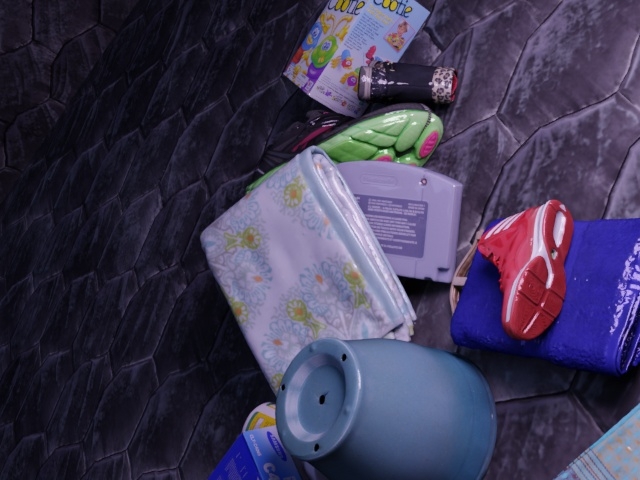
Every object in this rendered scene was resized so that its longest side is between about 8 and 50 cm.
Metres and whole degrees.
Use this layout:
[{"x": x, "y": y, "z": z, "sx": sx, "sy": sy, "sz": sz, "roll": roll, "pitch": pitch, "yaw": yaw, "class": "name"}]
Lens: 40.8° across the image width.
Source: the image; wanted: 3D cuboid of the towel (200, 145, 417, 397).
[{"x": -0.035, "y": 0.069, "z": 1.526, "sx": 0.321, "sy": 0.090, "sz": 0.374, "roll": -34, "pitch": 77, "yaw": 31, "class": "towel"}]

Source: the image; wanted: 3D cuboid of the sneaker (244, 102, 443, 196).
[{"x": 0.026, "y": -0.190, "z": 1.702, "sx": 0.483, "sy": 0.185, "sz": 0.202, "roll": -16, "pitch": 56, "yaw": 42, "class": "sneaker"}]

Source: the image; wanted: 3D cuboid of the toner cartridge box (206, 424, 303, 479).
[{"x": -0.141, "y": 0.484, "z": 1.500, "sx": 0.348, "sy": 0.075, "sz": 0.165, "roll": -56, "pitch": 51, "yaw": 39, "class": "toner cartridge box"}]

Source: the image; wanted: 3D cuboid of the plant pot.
[{"x": 0.082, "y": 0.264, "z": 1.311, "sx": 0.272, "sy": 0.255, "sz": 0.271, "roll": -28, "pitch": 49, "yaw": 39, "class": "plant pot"}]

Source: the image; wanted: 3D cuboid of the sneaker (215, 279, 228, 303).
[{"x": -0.185, "y": 0.026, "z": 1.914, "sx": 0.118, "sy": 0.083, "sz": 0.222, "roll": -30, "pitch": 50, "yaw": 38, "class": "sneaker"}]

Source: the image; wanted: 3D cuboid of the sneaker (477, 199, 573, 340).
[{"x": 0.281, "y": 0.051, "z": 1.236, "sx": 0.128, "sy": 0.087, "sz": 0.221, "roll": -18, "pitch": 38, "yaw": 54, "class": "sneaker"}]

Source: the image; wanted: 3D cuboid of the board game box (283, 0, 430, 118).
[{"x": 0.072, "y": -0.412, "z": 1.800, "sx": 0.275, "sy": 0.144, "sz": 0.142, "roll": -55, "pitch": 37, "yaw": 12, "class": "board game box"}]

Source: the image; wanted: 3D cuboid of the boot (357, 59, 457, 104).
[{"x": 0.174, "y": -0.300, "z": 1.655, "sx": 0.179, "sy": 0.236, "sz": 0.085, "roll": 5, "pitch": 104, "yaw": 12, "class": "boot"}]

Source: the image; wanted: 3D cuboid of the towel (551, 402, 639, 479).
[{"x": 0.455, "y": 0.270, "z": 0.971, "sx": 0.370, "sy": 0.040, "sz": 0.271, "roll": -43, "pitch": 40, "yaw": 7, "class": "towel"}]

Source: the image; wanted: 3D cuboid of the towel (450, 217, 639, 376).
[{"x": 0.346, "y": 0.075, "z": 1.258, "sx": 0.308, "sy": 0.076, "sz": 0.227, "roll": 4, "pitch": 66, "yaw": 52, "class": "towel"}]

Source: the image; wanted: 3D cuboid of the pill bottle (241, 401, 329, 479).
[{"x": -0.039, "y": 0.363, "z": 1.516, "sx": 0.208, "sy": 0.118, "sz": 0.117, "roll": 7, "pitch": 76, "yaw": 52, "class": "pill bottle"}]

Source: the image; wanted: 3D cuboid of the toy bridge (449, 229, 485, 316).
[{"x": 0.245, "y": 0.070, "z": 1.413, "sx": 0.063, "sy": 0.026, "sz": 0.188, "roll": -1, "pitch": 69, "yaw": 52, "class": "toy bridge"}]

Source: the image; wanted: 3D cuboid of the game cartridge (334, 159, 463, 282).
[{"x": 0.106, "y": -0.042, "z": 1.511, "sx": 0.294, "sy": 0.060, "sz": 0.196, "roll": 9, "pitch": 101, "yaw": 32, "class": "game cartridge"}]
